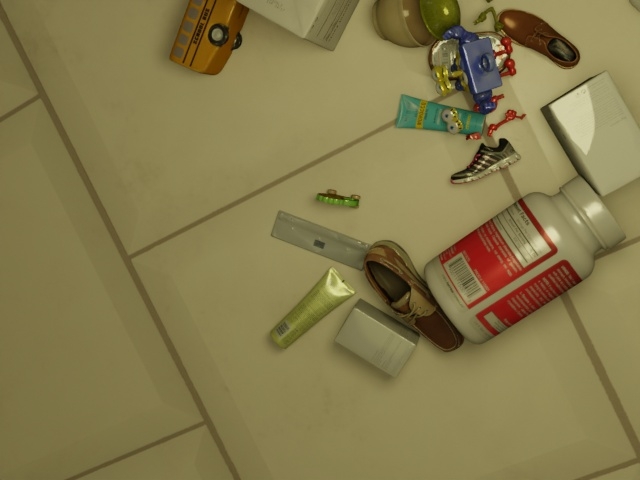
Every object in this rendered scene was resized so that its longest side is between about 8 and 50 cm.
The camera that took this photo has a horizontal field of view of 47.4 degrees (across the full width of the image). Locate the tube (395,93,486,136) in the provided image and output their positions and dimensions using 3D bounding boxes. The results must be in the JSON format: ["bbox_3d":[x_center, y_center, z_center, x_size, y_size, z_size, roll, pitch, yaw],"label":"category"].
[{"bbox_3d":[0.286,-0.291,1.731,0.207,0.052,0.080,12,90,15],"label":"tube"}]

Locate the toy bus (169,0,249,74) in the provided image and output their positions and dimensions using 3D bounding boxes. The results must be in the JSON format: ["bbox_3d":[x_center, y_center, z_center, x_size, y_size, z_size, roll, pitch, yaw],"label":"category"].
[{"bbox_3d":[-0.243,-0.571,1.774,0.130,0.108,0.332,26,104,9],"label":"toy bus"}]

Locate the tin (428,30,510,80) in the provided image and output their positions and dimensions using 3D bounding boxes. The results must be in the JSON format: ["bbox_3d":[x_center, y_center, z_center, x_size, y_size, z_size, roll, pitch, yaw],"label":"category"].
[{"bbox_3d":[0.346,-0.429,1.700,0.190,0.040,0.106,-3,102,13],"label":"tin"}]

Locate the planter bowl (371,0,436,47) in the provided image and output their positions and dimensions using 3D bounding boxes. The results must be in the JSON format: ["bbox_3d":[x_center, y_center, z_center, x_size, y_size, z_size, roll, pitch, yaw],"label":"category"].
[{"bbox_3d":[0.188,-0.517,1.672,0.109,0.162,0.162,0,100,41],"label":"planter bowl"}]

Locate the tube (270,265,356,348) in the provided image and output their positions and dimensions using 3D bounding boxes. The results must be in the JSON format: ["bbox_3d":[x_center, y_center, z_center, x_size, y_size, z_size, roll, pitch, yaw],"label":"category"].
[{"bbox_3d":[-0.024,0.180,1.870,0.240,0.062,0.070,-44,131,10],"label":"tube"}]

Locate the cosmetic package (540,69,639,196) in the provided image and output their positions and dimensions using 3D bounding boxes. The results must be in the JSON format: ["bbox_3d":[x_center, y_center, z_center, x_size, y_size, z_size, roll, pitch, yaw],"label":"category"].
[{"bbox_3d":[0.596,-0.228,1.575,0.138,0.224,0.224,-32,90,15],"label":"cosmetic package"}]

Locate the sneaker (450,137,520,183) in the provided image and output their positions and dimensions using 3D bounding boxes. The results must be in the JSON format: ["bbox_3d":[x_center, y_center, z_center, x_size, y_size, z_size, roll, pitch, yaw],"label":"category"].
[{"bbox_3d":[0.379,-0.189,1.716,0.170,0.063,0.074,-24,93,10],"label":"sneaker"}]

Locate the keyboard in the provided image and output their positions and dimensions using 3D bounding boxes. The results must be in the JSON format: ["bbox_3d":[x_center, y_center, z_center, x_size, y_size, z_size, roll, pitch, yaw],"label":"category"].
[{"bbox_3d":[0.000,0.000,1.858,0.256,0.014,0.072,21,108,9],"label":"keyboard"}]

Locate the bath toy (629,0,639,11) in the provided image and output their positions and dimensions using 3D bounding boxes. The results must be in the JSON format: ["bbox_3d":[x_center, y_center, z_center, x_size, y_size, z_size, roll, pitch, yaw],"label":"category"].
[{"bbox_3d":[0.775,-0.640,1.528,0.129,0.151,0.348,12,104,-25],"label":"bath toy"}]

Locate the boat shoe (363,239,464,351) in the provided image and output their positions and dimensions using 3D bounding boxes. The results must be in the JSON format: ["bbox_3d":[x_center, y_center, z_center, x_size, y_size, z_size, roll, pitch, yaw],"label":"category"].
[{"bbox_3d":[0.215,0.148,1.764,0.324,0.116,0.123,47,123,5],"label":"boat shoe"}]

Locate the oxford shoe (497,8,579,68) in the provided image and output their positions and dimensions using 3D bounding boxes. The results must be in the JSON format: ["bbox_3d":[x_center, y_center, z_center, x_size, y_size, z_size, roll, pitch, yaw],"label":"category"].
[{"bbox_3d":[0.493,-0.461,1.641,0.212,0.076,0.076,32,106,8],"label":"oxford shoe"}]

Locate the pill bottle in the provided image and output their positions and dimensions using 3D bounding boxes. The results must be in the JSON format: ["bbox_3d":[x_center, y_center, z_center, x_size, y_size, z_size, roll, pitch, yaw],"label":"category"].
[{"bbox_3d":[0.458,0.039,1.646,0.408,0.229,0.229,-36,90,15],"label":"pill bottle"}]

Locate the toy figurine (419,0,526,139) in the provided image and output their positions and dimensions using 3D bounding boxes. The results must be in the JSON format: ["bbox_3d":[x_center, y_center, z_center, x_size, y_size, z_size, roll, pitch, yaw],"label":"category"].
[{"bbox_3d":[0.346,-0.401,1.556,0.191,0.217,0.362,-15,97,0],"label":"toy figurine"}]

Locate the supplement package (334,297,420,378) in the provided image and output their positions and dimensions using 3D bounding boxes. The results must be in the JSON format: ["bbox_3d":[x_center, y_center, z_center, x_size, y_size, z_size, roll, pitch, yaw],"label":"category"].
[{"bbox_3d":[0.142,0.241,1.813,0.179,0.105,0.105,32,105,6],"label":"supplement package"}]

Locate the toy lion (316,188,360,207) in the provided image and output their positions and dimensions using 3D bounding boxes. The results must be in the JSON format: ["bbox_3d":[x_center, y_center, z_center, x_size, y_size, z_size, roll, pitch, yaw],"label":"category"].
[{"bbox_3d":[0.042,-0.100,1.787,0.100,0.096,0.034,13,101,10],"label":"toy lion"}]

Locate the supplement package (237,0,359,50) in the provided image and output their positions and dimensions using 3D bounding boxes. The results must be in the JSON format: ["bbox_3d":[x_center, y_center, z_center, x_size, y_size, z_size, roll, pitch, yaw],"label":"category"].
[{"bbox_3d":[-0.034,-0.554,1.632,0.178,0.293,0.175,31,104,6],"label":"supplement package"}]
